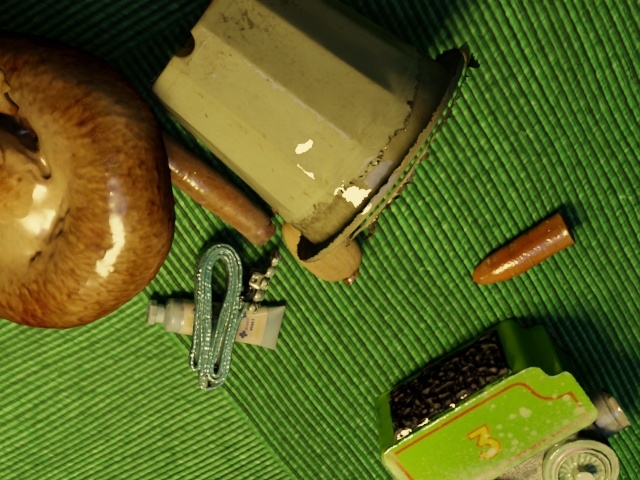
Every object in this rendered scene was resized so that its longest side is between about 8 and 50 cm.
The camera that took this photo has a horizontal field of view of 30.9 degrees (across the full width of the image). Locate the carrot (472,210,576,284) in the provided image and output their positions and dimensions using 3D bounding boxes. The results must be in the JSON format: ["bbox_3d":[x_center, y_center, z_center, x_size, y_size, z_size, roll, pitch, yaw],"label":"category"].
[{"bbox_3d":[0.253,0.019,1.451,0.139,0.048,0.048,-33,120,15],"label":"carrot"}]

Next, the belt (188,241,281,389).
[{"bbox_3d":[-0.111,0.092,1.405,0.100,0.065,0.179,8,95,-9],"label":"belt"}]

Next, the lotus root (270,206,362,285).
[{"bbox_3d":[0.000,0.000,1.395,0.073,0.062,0.150,-36,121,14],"label":"lotus root"}]

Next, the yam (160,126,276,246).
[{"bbox_3d":[-0.152,-0.080,1.335,0.046,0.046,0.264,-42,118,17],"label":"yam"}]

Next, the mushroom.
[{"bbox_3d":[-0.304,-0.054,1.137,0.331,0.356,0.334,17,112,1],"label":"mushroom"}]

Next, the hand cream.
[{"bbox_3d":[-0.132,0.100,1.451,0.171,0.043,0.065,9,114,-15],"label":"hand cream"}]

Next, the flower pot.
[{"bbox_3d":[-0.022,-0.154,1.201,0.259,0.290,0.290,36,112,-9],"label":"flower pot"}]

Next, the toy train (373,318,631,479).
[{"bbox_3d":[0.237,0.254,1.530,0.307,0.173,0.249,-33,111,13],"label":"toy train"}]
